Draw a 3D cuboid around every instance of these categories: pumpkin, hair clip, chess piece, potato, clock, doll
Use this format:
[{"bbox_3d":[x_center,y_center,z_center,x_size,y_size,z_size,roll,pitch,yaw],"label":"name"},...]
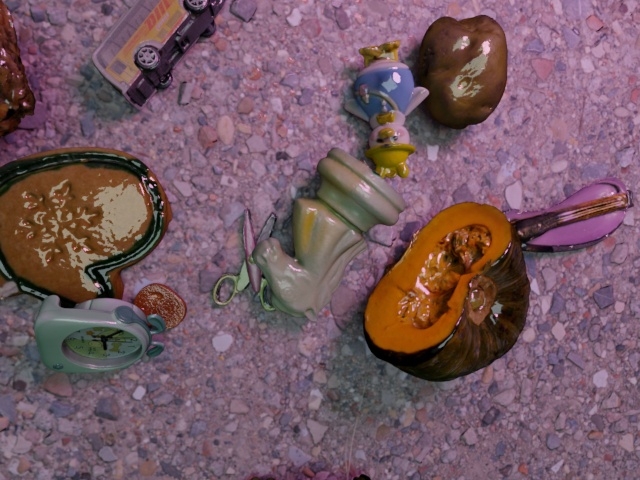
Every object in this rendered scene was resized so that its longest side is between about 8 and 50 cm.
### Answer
[{"bbox_3d":[0.233,0.114,0.776,0.325,0.242,0.232,-48,129,-9],"label":"pumpkin"},{"bbox_3d":[0.506,-0.039,0.873,0.359,0.095,0.110,-13,61,-17],"label":"hair clip"},{"bbox_3d":[0.000,0.000,0.743,0.176,0.176,0.298,35,97,-10],"label":"chess piece"},{"bbox_3d":[0.261,-0.309,0.775,0.155,0.137,0.200,-6,94,16],"label":"potato"},{"bbox_3d":[-0.355,0.156,0.697,0.189,0.060,0.148,6,130,-20],"label":"clock"},{"bbox_3d":[0.121,-0.231,0.771,0.135,0.099,0.240,-7,93,-15],"label":"doll"}]

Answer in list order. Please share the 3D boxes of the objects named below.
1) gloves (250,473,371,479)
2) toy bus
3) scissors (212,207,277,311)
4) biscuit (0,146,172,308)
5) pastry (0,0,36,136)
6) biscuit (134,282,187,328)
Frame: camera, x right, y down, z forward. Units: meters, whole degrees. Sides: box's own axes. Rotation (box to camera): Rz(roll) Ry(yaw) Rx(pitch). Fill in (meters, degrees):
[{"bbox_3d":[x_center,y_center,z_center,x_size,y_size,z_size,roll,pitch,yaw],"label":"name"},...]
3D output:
[{"bbox_3d":[-0.022,0.494,0.782,0.268,0.135,0.107,6,51,-12],"label":"gloves"},{"bbox_3d":[-0.259,-0.352,0.700,0.106,0.092,0.268,37,87,-1],"label":"toy bus"},{"bbox_3d":[-0.122,0.036,0.781,0.134,0.020,0.187,7,94,-14],"label":"scissors"},{"bbox_3d":[-0.424,-0.004,0.705,0.344,0.057,0.287,-15,96,-9],"label":"biscuit"},{"bbox_3d":[-0.498,-0.230,0.588,0.193,0.275,0.274,6,92,-18],"label":"pastry"},{"bbox_3d":[-0.289,0.121,0.758,0.091,0.015,0.078,44,87,-9],"label":"biscuit"}]
